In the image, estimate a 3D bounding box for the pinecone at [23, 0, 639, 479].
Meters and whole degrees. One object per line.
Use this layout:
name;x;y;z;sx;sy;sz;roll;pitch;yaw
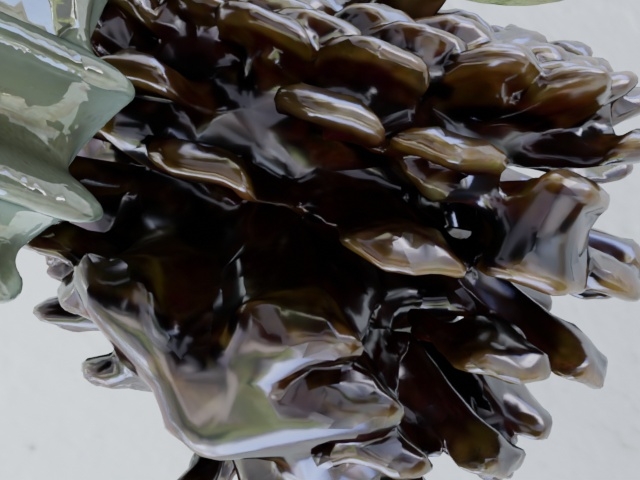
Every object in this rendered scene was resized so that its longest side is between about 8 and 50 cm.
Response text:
pinecone;0.000;0.000;1.141;0.398;0.398;0.397;-9;-110;25

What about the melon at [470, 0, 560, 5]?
melon;0.087;-0.252;0.739;0.248;0.248;0.329;31;-58;31

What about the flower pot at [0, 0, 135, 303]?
flower pot;-0.222;-0.125;0.969;0.254;0.164;0.367;-34;-131;38
